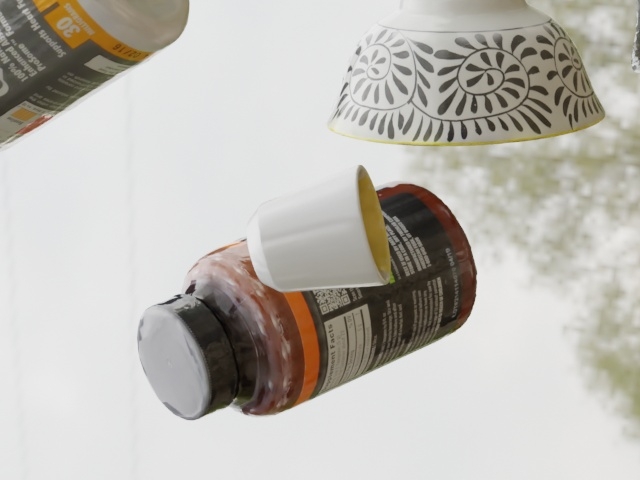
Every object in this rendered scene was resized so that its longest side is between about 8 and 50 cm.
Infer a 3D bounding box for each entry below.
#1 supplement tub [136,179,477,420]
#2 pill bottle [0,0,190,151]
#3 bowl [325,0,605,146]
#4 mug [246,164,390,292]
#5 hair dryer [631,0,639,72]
[{"bbox_3d":[-0.010,0.039,1.092,0.198,0.106,0.106,-21,-60,-34],"label":"supplement tub"},{"bbox_3d":[-0.255,-0.166,1.490,0.162,0.278,0.162,42,-149,-34],"label":"pill bottle"},{"bbox_3d":[0.085,-0.112,1.115,0.170,0.170,0.080,-28,-62,-60],"label":"bowl"},{"bbox_3d":[0.000,0.002,0.950,0.078,0.064,0.062,57,-158,-59],"label":"mug"},{"bbox_3d":[0.156,-0.165,0.561,0.080,0.223,0.293,-3,-65,-28],"label":"hair dryer"}]
